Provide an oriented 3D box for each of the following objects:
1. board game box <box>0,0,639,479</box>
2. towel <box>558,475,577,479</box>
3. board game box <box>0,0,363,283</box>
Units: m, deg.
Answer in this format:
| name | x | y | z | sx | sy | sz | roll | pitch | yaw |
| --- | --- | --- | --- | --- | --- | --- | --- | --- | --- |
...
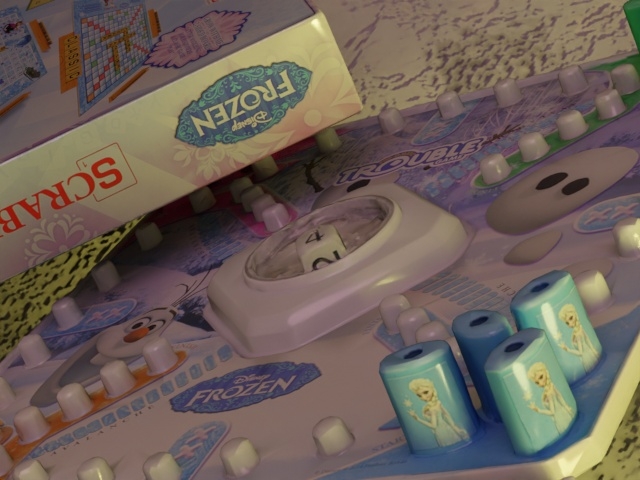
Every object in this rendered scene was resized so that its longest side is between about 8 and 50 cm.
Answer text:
| name | x | y | z | sx | sy | sz | roll | pitch | yaw |
| --- | --- | --- | --- | --- | --- | --- | --- | --- | --- |
| board game box | 0.000 | 0.000 | 0.817 | 0.390 | 0.050 | 0.390 | -12 | 24 | 33 |
| towel | 0.040 | 0.238 | 0.662 | 0.248 | 0.325 | 0.038 | -32 | 49 | -5 |
| board game box | -0.162 | -0.087 | 1.004 | 0.318 | 0.066 | 0.318 | -25 | 27 | -1 |
